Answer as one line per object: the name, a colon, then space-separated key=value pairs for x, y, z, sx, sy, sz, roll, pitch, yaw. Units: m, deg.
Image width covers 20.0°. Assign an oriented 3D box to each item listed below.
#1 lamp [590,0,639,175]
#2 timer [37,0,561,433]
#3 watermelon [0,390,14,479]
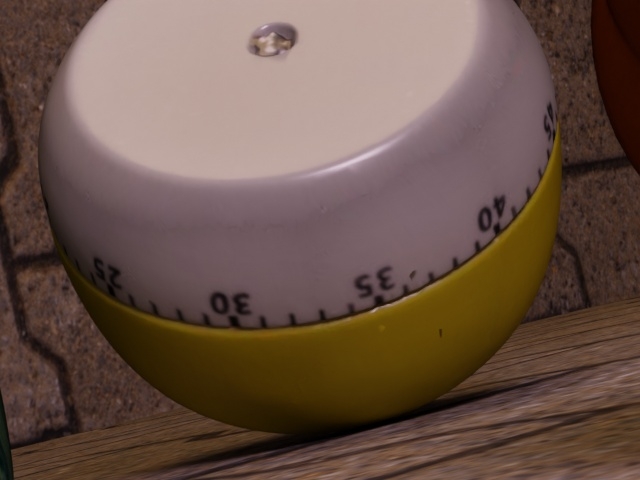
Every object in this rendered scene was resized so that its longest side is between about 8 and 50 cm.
lamp: x=0.170 y=-0.069 z=0.412 sx=0.223 sy=0.196 sz=0.223 roll=-9 pitch=-43 yaw=-9
timer: x=0.000 y=0.000 z=0.946 sx=0.285 sy=0.285 sz=0.285 roll=-13 pitch=-3 yaw=-1
watermelon: x=-0.245 y=0.085 z=0.862 sx=0.222 sy=0.319 sz=0.292 roll=21 pitch=3 yaw=-2
